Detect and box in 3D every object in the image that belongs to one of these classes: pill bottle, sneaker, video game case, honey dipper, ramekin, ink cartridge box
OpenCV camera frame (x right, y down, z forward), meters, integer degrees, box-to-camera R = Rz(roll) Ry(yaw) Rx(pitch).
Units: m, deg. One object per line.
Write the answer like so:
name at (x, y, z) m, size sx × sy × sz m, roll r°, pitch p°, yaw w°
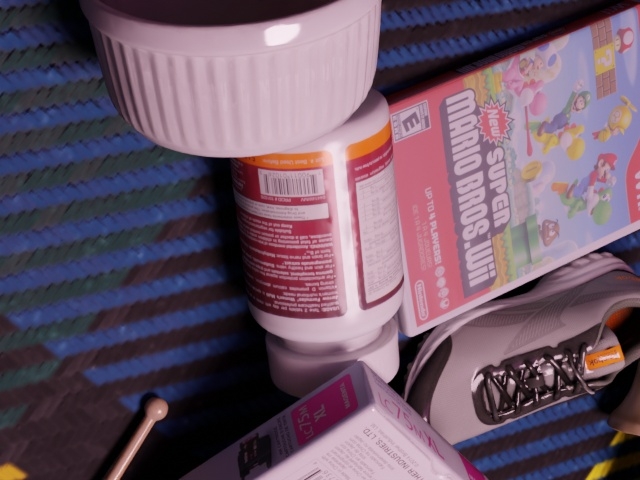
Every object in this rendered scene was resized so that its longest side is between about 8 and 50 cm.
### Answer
pill bottle at (0.000, 0.000, 1.446) m, size 0.121 × 0.121 × 0.221 m, roll -20°, pitch 118°, yaw -29°
sneaker at (0.181, 0.096, 1.622) m, size 0.271 × 0.108 × 0.100 m, roll -28°, pitch 123°, yaw -23°
video game case at (0.167, -0.062, 1.605) m, size 0.285 × 0.025 × 0.204 m, roll -24°, pitch 119°, yaw -27°
honey dipper at (-0.163, 0.187, 1.461) m, size 0.030 × 0.030 × 0.160 m, roll 37°, pitch 79°, yaw -38°
ramekin at (-0.056, -0.143, 1.308) m, size 0.207 × 0.207 × 0.109 m, roll -24°, pitch 129°, yaw -27°
ink cartridge box at (-0.037, 0.236, 1.490) m, size 0.311 × 0.065 × 0.186 m, roll -36°, pitch 128°, yaw 12°

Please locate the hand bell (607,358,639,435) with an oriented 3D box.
hand bell at (0.321, 0.047, 1.722) m, size 0.126 × 0.126 × 0.242 m, roll -4°, pitch 97°, yaw -35°
